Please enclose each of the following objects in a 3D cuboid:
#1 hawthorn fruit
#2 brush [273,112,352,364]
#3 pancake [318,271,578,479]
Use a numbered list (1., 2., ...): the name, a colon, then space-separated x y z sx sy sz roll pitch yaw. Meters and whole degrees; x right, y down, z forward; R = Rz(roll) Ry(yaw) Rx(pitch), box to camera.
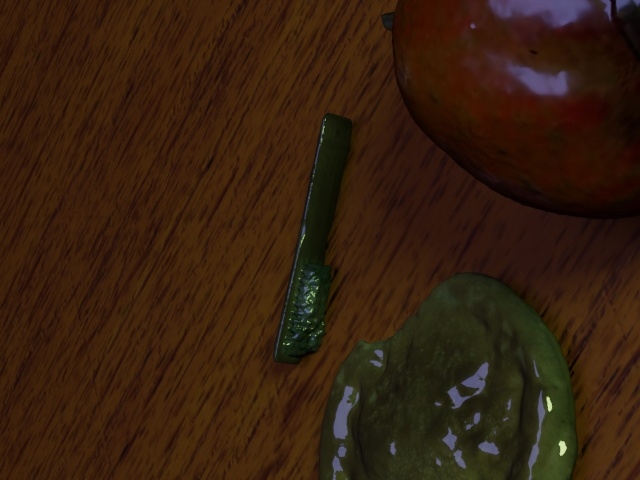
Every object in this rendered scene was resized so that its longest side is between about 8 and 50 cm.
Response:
1. hawthorn fruit: 0.136 -0.118 0.956 0.249 0.215 0.215 8 85 30
2. brush: 0.000 0.000 1.240 0.027 0.034 0.190 10 87 42
3. pancake: 0.074 0.132 1.100 0.236 0.042 0.222 -18 63 47
